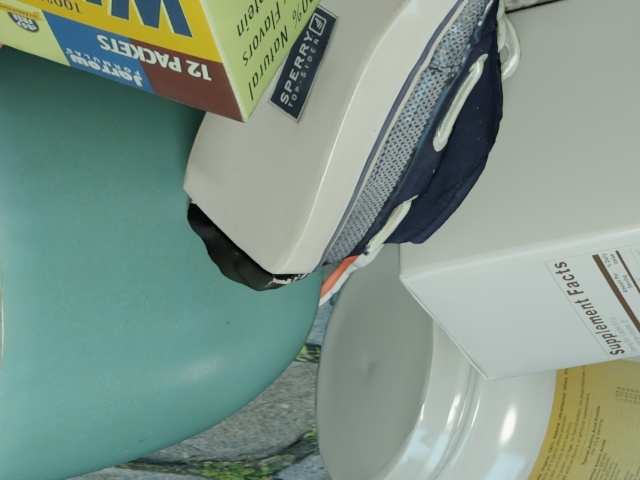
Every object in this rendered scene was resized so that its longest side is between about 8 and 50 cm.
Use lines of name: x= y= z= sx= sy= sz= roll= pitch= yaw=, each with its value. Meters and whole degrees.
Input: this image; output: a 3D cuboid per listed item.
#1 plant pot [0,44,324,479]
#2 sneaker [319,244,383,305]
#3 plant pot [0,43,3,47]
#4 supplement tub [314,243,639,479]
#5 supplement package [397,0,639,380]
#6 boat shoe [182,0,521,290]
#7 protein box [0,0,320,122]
plant pot: x=-0.141 y=0.004 z=1.119 sx=0.235 sy=0.293 sz=0.293 roll=-6 pitch=158 yaw=-31
sneaker: x=0.000 y=0.000 z=1.364 sx=0.065 sy=0.061 sz=0.158 roll=35 pitch=143 yaw=-9
plant pot: x=-0.268 y=-0.197 z=0.758 sx=0.275 sy=0.275 sz=0.243 roll=0 pitch=143 yaw=-1
supplement tub: x=0.177 y=0.122 z=1.399 sx=0.316 sy=0.228 sz=0.228 roll=12 pitch=150 yaw=-23
supplement package: x=0.210 y=-0.043 z=1.129 sx=0.293 sy=0.177 sz=0.175 roll=-11 pitch=150 yaw=20
boat shoe: x=0.053 y=-0.132 z=0.971 sx=0.158 sy=0.127 sz=0.340 roll=-10 pitch=136 yaw=-50
protein box: x=-0.063 y=-0.198 z=0.740 sx=0.136 sy=0.199 sz=0.201 roll=19 pitch=155 yaw=22
